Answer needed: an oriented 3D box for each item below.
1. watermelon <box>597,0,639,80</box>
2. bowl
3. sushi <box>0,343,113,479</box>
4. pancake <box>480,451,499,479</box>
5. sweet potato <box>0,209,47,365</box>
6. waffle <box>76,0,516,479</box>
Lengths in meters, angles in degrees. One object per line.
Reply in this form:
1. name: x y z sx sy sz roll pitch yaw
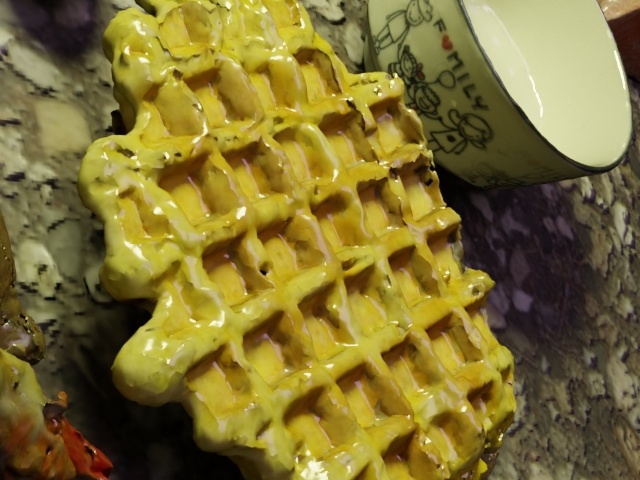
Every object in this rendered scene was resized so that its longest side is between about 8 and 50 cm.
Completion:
1. watermelon: 0.399 -0.252 1.311 0.250 0.283 0.293 34 69 -13
2. bowl: 0.119 -0.137 0.943 0.237 0.126 0.238 28 49 -37
3. sushi: -0.169 0.063 0.495 0.226 0.097 0.103 35 48 -30
4. pancake: 0.011 0.042 0.764 0.282 0.049 0.283 28 47 -34
5. sweet potato: -0.190 -0.073 0.563 0.112 0.085 0.286 -24 88 -58
6. waffle: -0.003 0.001 0.691 0.307 0.060 0.312 23 54 -40
